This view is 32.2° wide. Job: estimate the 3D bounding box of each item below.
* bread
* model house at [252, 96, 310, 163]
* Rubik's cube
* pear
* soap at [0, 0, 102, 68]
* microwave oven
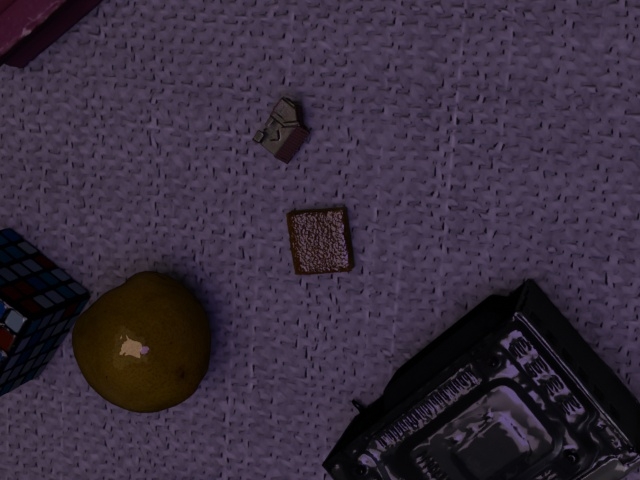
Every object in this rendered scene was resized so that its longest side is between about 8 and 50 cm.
[{"bbox_3d":[0.000,0.000,1.611,0.090,0.035,0.094,-5,99,18],"label":"bread"},{"bbox_3d":[-0.048,-0.158,1.585,0.058,0.057,0.083,42,107,10],"label":"model house"},{"bbox_3d":[-0.503,0.114,1.703,0.182,0.187,0.184,37,107,7],"label":"Rubik's cube"},{"bbox_3d":[-0.256,0.156,1.628,0.209,0.209,0.209,3,101,16],"label":"pear"},{"bbox_3d":[-0.406,-0.437,1.599,0.359,0.128,0.233,-34,91,20],"label":"soap"},{"bbox_3d":[0.220,0.271,1.501,0.355,0.218,0.286,-40,89,19],"label":"microwave oven"}]
